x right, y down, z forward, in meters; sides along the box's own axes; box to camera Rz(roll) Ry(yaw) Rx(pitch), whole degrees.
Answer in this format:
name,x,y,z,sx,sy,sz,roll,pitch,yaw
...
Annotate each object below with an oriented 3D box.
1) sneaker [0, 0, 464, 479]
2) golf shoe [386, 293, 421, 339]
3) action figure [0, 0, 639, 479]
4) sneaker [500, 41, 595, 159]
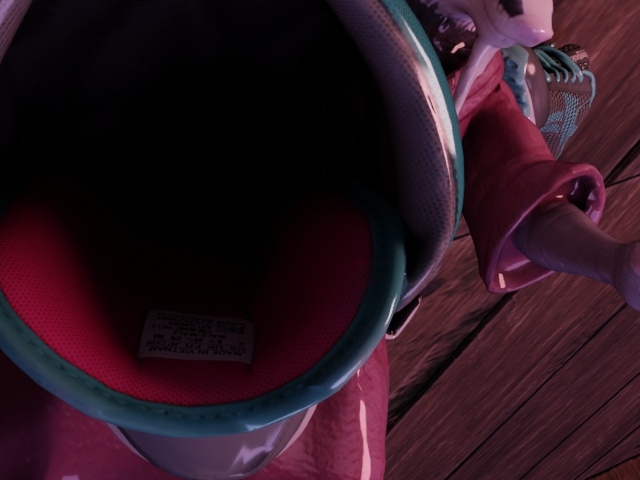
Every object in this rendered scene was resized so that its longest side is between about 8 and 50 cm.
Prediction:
name,x,y,z,sx,sy,sz,roll,pitch,yaw
sneaker,-0.032,-0.001,0.408,0.124,0.178,0.295,-7,129,-3
golf shoe,0.005,0.028,0.894,0.077,0.094,0.198,-23,162,-23
action figure,0.000,0.000,0.665,0.370,0.248,0.276,-59,-170,10
sneaker,0.112,-0.083,0.840,0.076,0.065,0.166,-46,165,-4
